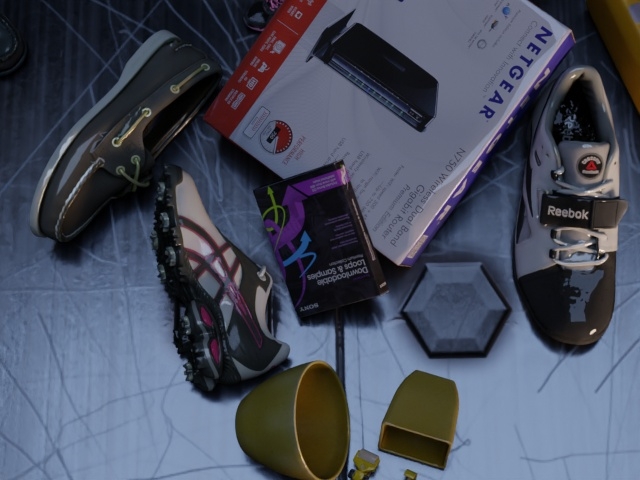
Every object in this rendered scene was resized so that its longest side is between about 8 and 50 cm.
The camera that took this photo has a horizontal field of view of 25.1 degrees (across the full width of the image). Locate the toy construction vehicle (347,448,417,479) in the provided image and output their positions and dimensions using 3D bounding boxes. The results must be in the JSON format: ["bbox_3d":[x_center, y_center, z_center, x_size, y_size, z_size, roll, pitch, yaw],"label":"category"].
[{"bbox_3d":[0.055,0.291,1.615,0.086,0.035,0.098,19,70,19],"label":"toy construction vehicle"}]

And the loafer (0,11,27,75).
[{"bbox_3d":[-0.491,-0.295,1.798,0.268,0.084,0.096,31,75,11],"label":"loafer"}]

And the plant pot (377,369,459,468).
[{"bbox_3d":[0.116,0.195,1.620,0.081,0.081,0.083,16,62,7],"label":"plant pot"}]

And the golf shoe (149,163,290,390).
[{"bbox_3d":[-0.125,0.038,1.681,0.120,0.105,0.272,-11,77,-19],"label":"golf shoe"}]

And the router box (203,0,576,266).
[{"bbox_3d":[0.080,-0.190,1.692,0.301,0.082,0.335,37,96,13],"label":"router box"}]

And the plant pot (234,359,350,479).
[{"bbox_3d":[-0.039,0.205,1.605,0.095,0.134,0.134,-8,69,26],"label":"plant pot"}]

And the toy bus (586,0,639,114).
[{"bbox_3d":[0.424,-0.244,1.743,0.130,0.108,0.332,-21,72,-4],"label":"toy bus"}]

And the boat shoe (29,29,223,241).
[{"bbox_3d":[-0.232,-0.117,1.719,0.091,0.109,0.305,29,71,16],"label":"boat shoe"}]

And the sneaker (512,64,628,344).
[{"bbox_3d":[0.288,-0.049,1.663,0.123,0.146,0.330,-1,73,0],"label":"sneaker"}]

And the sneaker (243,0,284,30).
[{"bbox_3d":[-0.042,-0.304,1.804,0.119,0.057,0.047,-24,74,-5],"label":"sneaker"}]

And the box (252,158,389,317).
[{"bbox_3d":[0.000,0.000,1.656,0.116,0.029,0.162,-18,96,29],"label":"box"}]
